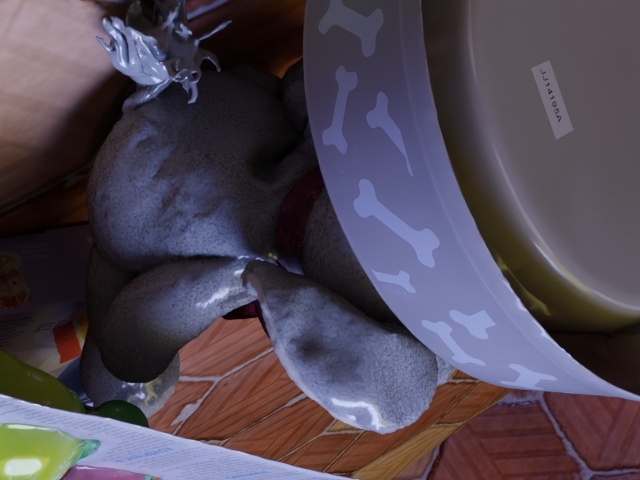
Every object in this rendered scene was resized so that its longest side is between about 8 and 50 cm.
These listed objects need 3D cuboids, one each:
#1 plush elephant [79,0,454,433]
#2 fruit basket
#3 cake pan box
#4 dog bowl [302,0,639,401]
[{"bbox_3d":[0.000,0.000,1.020,0.272,0.255,0.330,-52,160,-22],"label":"plush elephant"},{"bbox_3d":[-0.211,0.124,0.996,0.353,0.165,0.327,13,158,-40],"label":"fruit basket"},{"bbox_3d":[-0.230,0.084,1.217,0.246,0.070,0.267,-41,161,31],"label":"cake pan box"},{"bbox_3d":[0.128,-0.076,0.903,0.102,0.348,0.349,-16,178,41],"label":"dog bowl"}]
